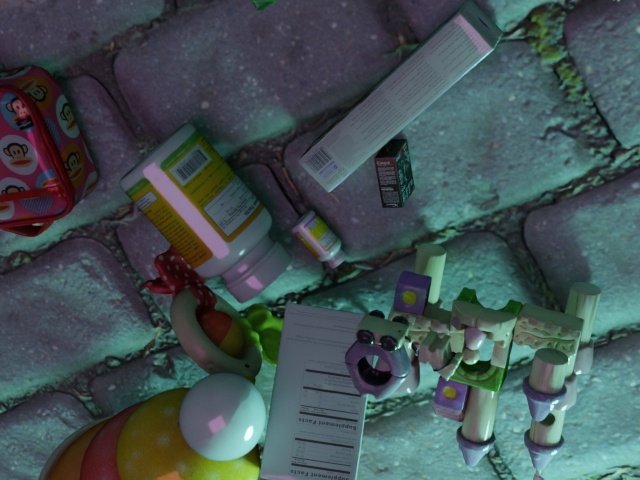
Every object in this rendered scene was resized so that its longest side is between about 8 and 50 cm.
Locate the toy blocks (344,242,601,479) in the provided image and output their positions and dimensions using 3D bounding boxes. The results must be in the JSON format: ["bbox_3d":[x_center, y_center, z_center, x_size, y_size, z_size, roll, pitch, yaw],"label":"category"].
[{"bbox_3d":[0.198,0.197,1.736,0.288,0.309,0.260,15,116,14],"label":"toy blocks"}]

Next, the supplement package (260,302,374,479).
[{"bbox_3d":[0.000,0.220,1.850,0.134,0.139,0.244,8,84,2],"label":"supplement package"}]

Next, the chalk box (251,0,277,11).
[{"bbox_3d":[-0.011,-0.399,1.594,0.213,0.132,0.132,-27,105,31],"label":"chalk box"}]

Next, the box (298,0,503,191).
[{"bbox_3d":[0.100,-0.184,1.712,0.067,0.063,0.324,44,124,-7],"label":"box"}]

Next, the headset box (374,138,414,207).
[{"bbox_3d":[0.100,-0.094,1.763,0.032,0.062,0.083,-2,118,22],"label":"headset box"}]

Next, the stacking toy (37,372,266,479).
[{"bbox_3d":[-0.206,0.324,1.888,0.350,0.350,0.480,34,140,1],"label":"stacking toy"}]

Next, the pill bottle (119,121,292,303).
[{"bbox_3d":[-0.156,-0.034,1.853,0.136,0.136,0.246,-35,101,33],"label":"pill bottle"}]

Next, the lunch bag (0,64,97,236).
[{"bbox_3d":[-0.487,-0.117,1.958,0.293,0.120,0.258,-7,119,26],"label":"lunch bag"}]

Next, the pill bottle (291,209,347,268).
[{"bbox_3d":[0.000,0.000,1.866,0.043,0.043,0.083,-36,100,33],"label":"pill bottle"}]

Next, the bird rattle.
[{"bbox_3d":[-0.150,0.118,1.909,0.143,0.207,0.253,-34,111,14],"label":"bird rattle"}]
